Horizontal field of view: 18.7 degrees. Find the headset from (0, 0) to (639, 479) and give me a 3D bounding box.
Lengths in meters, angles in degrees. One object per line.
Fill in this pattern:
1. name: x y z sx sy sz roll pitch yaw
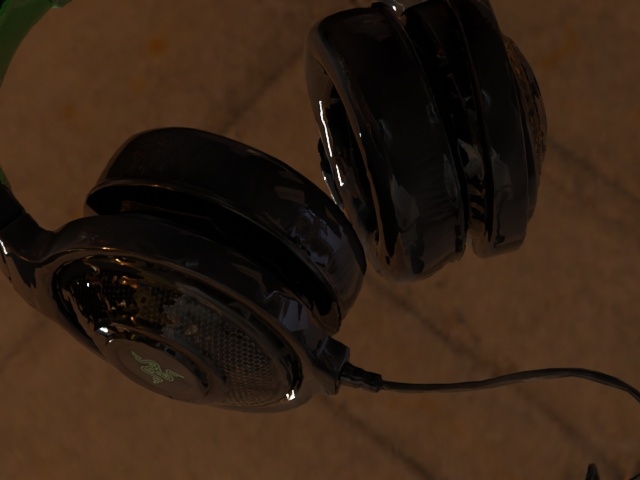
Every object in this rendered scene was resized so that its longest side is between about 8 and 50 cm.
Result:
1. headset: 0.000 0.000 0.873 0.243 0.185 0.394 -35 -115 -18
